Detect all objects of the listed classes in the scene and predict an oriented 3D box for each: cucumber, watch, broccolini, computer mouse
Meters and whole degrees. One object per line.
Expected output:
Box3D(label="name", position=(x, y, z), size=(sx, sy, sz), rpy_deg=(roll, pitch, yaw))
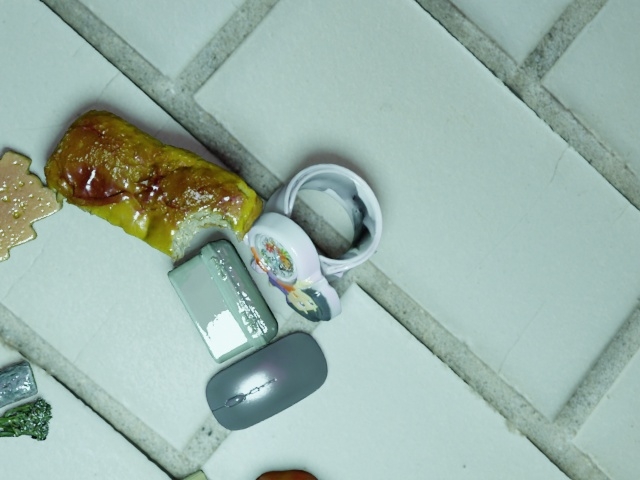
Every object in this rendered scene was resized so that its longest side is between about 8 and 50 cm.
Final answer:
Box3D(label="cucumber", position=(-0.551, 0.258, 1.584), size=(0.112, 0.064, 0.064), rpy_deg=(-23, 91, -11))
Box3D(label="watch", position=(0.000, 0.000, 1.668), size=(0.244, 0.196, 0.231), rpy_deg=(49, 59, -5))
Box3D(label="broccolini", position=(-0.565, 0.328, 1.580), size=(0.201, 0.058, 0.074), rpy_deg=(-11, 82, -12))
Box3D(label="computer mouse", position=(-0.096, 0.258, 1.671), size=(0.232, 0.057, 0.120), rpy_deg=(-26, 91, -11))

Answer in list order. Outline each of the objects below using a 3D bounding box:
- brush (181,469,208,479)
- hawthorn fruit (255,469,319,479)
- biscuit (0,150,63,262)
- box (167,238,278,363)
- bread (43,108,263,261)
Box3D(label="brush", position=(-0.316, 0.494, 1.585), size=(0.282, 0.048, 0.054), rpy_deg=(-28, 84, -29))
Box3D(label="hawthorn fruit", position=(-0.069, 0.496, 1.584), size=(0.189, 0.251, 0.189), rpy_deg=(-2, 83, 17))
Box3D(label="biscuit", position=(-0.584, -0.047, 1.610), size=(0.212, 0.041, 0.239), rpy_deg=(26, 82, -14))
Box3D(label="box", position=(-0.172, 0.108, 1.625), size=(0.129, 0.148, 0.210), rpy_deg=(-29, 89, -3))
Box3D(label="bread", position=(-0.293, -0.085, 1.568), size=(0.380, 0.109, 0.185), rpy_deg=(26, 74, 15))
